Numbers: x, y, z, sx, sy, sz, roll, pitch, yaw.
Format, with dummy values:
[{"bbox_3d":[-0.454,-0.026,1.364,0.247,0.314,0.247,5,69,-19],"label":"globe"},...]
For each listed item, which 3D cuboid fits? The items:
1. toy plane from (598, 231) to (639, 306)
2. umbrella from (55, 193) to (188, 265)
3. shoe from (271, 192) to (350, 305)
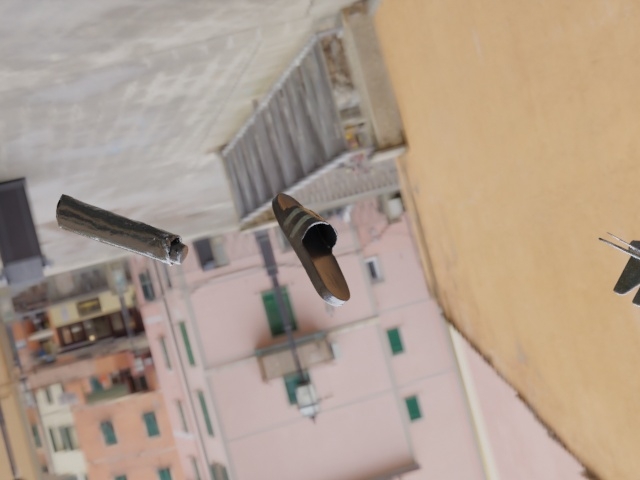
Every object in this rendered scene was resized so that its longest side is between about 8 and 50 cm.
[{"bbox_3d":[0.431,0.052,0.981,0.212,0.088,0.267,25,177,-38],"label":"toy plane"},{"bbox_3d":[-0.184,-0.009,0.878,0.133,0.031,0.036,18,170,11],"label":"umbrella"},{"bbox_3d":[0.000,0.000,1.235,0.071,0.179,0.049,13,131,-48],"label":"shoe"}]
